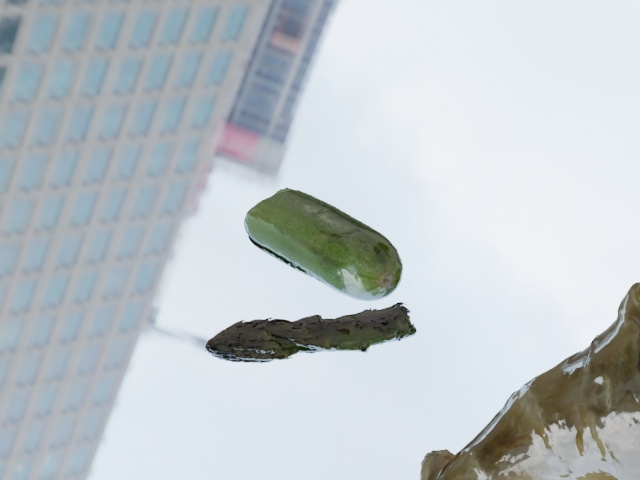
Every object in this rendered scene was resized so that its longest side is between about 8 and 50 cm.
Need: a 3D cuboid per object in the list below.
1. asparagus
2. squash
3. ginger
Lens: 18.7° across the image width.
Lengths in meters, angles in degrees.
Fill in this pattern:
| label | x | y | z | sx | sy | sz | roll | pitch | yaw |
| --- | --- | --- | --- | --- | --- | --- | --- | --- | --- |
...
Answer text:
| label | x | y | z | sx | sy | sz | roll | pitch | yaw |
| --- | --- | --- | --- | --- | --- | --- | --- | --- | --- |
| asparagus | -0.007 | 0.069 | 1.442 | 0.165 | 0.030 | 0.036 | -5 | -108 | -21 |
| squash | 0.000 | 0.000 | 1.751 | 0.069 | 0.069 | 0.239 | 2 | -167 | -31 |
| ginger | 0.148 | 0.128 | 1.124 | 0.086 | 0.294 | 0.131 | 4 | -127 | -50 |
